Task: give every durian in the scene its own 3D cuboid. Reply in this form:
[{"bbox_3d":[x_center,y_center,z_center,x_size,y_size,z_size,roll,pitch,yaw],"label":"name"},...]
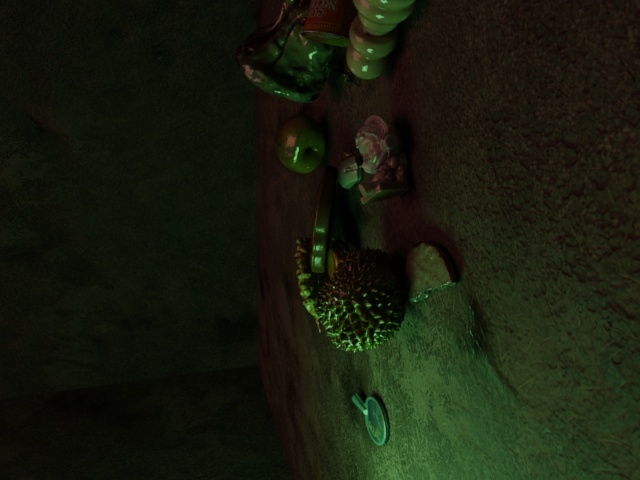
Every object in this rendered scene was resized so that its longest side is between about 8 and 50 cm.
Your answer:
[{"bbox_3d":[0.120,0.159,1.374,0.225,0.291,0.290,17,117,29],"label":"durian"}]

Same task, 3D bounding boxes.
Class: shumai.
[{"bbox_3d":[-0.082,-0.681,1.751,0.323,0.324,0.397,-54,11,38],"label":"shumai"}]

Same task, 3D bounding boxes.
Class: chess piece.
[{"bbox_3d":[0.142,-0.534,1.302,0.299,0.167,0.166,102,159,-62],"label":"chess piece"}]

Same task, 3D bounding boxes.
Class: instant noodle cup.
[{"bbox_3d":[0.052,-0.696,1.522,0.193,0.193,0.212,-139,57,-68],"label":"instant noodle cup"}]

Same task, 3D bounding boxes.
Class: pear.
[{"bbox_3d":[-0.080,-0.378,1.995,0.211,0.189,0.228,49,142,46],"label":"pear"}]

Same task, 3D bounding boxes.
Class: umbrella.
[{"bbox_3d":[0.072,-0.549,1.704,0.044,0.044,0.269,-55,30,15],"label":"umbrella"}]

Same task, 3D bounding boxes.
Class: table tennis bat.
[{"bbox_3d":[0.162,0.559,1.674,0.237,0.038,0.148,-149,56,-67],"label":"table tennis bat"}]

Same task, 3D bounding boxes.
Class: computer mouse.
[{"bbox_3d":[0.090,-0.221,1.695,0.182,0.056,0.089,159,102,-73],"label":"computer mouse"}]

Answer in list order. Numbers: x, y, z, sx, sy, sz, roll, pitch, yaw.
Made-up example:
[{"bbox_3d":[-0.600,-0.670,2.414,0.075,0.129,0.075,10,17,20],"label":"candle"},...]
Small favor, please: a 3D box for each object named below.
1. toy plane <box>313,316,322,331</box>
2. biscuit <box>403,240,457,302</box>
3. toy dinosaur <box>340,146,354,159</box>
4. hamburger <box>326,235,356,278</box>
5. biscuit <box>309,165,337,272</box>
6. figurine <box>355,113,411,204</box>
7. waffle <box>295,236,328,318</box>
[{"bbox_3d":[-0.009,0.288,2.175,0.135,0.062,0.188,147,104,-72],"label":"toy plane"},{"bbox_3d":[0.251,0.069,1.245,0.250,0.032,0.133,129,134,-68],"label":"biscuit"},{"bbox_3d":[0.084,-0.289,1.742,0.113,0.026,0.041,11,123,64],"label":"toy dinosaur"},{"bbox_3d":[0.080,0.080,1.731,0.164,0.093,0.189,103,159,-51],"label":"hamburger"},{"bbox_3d":[0.010,-0.066,1.814,0.381,0.075,0.358,98,-178,-65],"label":"biscuit"},{"bbox_3d":[0.147,-0.218,1.337,0.162,0.141,0.236,150,116,-67],"label":"figurine"},{"bbox_3d":[-0.026,0.146,1.948,0.302,0.068,0.324,57,-153,-57],"label":"waffle"}]
